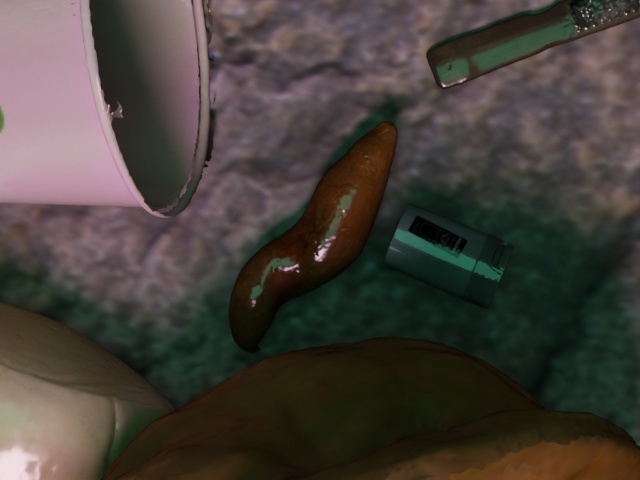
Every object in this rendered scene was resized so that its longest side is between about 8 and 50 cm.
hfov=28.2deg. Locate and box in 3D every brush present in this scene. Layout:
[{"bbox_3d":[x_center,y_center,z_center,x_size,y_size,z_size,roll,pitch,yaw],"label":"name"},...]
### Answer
[{"bbox_3d":[0.173,-0.160,0.950,0.190,0.027,0.034,-19,84,4],"label":"brush"}]

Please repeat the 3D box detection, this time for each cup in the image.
[{"bbox_3d":[-0.231,-0.134,0.886,0.274,0.253,0.253,-3,87,12],"label":"cup"}]

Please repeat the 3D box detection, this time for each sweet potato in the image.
[{"bbox_3d":[-0.001,-0.001,0.941,0.202,0.055,0.058,-51,48,3],"label":"sweet potato"}]

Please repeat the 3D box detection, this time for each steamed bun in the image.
[{"bbox_3d":[-0.231,0.137,0.902,0.238,0.152,0.170,23,90,7],"label":"steamed bun"}]

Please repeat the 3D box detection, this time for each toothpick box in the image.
[{"bbox_3d":[0.094,0.011,0.934,0.083,0.052,0.052,23,89,6],"label":"toothpick box"}]

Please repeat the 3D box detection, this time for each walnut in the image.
[{"bbox_3d":[0.018,0.233,0.795,0.383,0.383,0.384,0,87,4],"label":"walnut"}]
